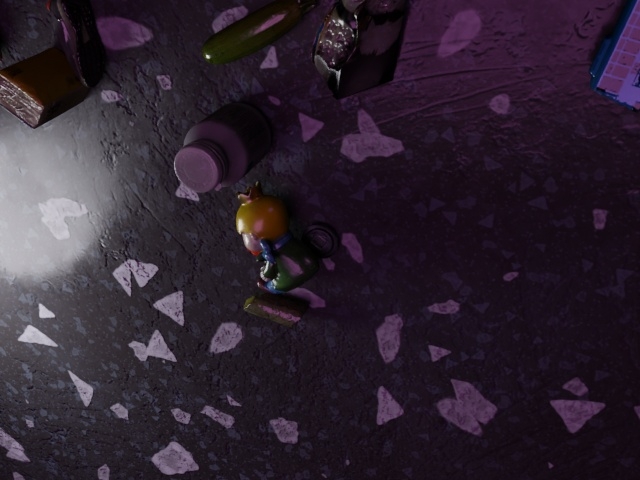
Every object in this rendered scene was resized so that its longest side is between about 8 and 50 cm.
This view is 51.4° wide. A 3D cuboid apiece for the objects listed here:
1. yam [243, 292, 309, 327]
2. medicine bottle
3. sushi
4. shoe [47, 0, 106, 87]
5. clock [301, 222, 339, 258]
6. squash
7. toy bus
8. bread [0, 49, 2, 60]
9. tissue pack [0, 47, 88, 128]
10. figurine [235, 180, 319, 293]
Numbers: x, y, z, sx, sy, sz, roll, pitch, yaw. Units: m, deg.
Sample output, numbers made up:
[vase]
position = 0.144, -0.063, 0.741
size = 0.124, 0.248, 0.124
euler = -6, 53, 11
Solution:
[yam]
position = -0.101, 0.154, 1.537
size = 0.147, 0.069, 0.069
euler = 19, 123, 11
[medicine bottle]
position = -0.192, -0.177, 1.292
size = 0.135, 0.215, 0.135
euler = 9, 121, 16
[sushi]
position = 0.066, -0.393, 1.139
size = 0.109, 0.134, 0.272
euler = 44, 142, 32
[shoe]
position = -0.506, -0.414, 1.372
size = 0.077, 0.074, 0.194
euler = 7, 118, 31
[clock]
position = 0.000, 0.000, 1.438
size = 0.085, 0.017, 0.085
euler = 9, 121, 16
[squash]
position = -0.121, -0.389, 1.235
size = 0.252, 0.066, 0.066
euler = -19, 110, 29
[toy bus]
position = 0.496, -0.304, 1.034
size = 0.106, 0.090, 0.184
euler = 22, 121, 9
[bread]
position = -0.767, -0.472, 1.435
size = 0.119, 0.067, 0.192
euler = -5, 116, 23
[tissue pack]
position = -0.578, -0.323, 1.387
size = 0.120, 0.169, 0.082
euler = 38, 130, -2
[figurine]
position = -0.117, -0.001, 1.431
size = 0.234, 0.127, 0.185
euler = 46, 148, -11
